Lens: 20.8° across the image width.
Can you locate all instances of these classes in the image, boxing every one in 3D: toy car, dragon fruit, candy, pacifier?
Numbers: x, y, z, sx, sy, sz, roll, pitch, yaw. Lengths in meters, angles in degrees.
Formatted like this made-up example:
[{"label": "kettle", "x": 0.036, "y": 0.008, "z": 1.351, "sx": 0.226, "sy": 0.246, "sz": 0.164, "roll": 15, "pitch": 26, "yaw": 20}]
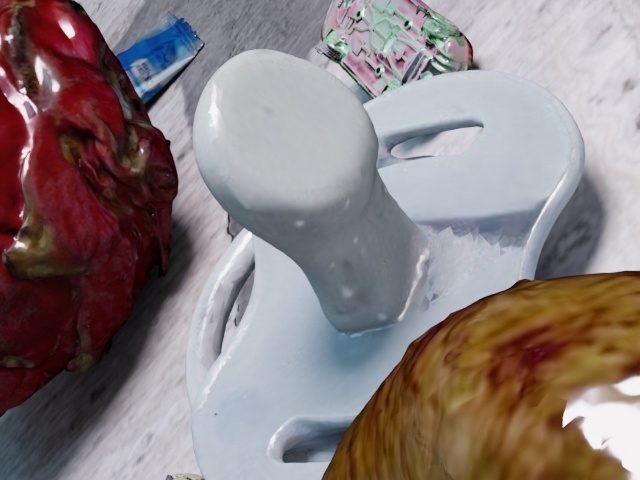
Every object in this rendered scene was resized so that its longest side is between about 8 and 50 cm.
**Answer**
[{"label": "toy car", "x": 0.048, "y": -0.121, "z": 1.079, "sx": 0.069, "sy": 0.055, "sz": 0.142, "roll": -59, "pitch": 36, "yaw": 16}, {"label": "dragon fruit", "x": -0.255, "y": -0.030, "z": 1.225, "sx": 0.329, "sy": 0.329, "sz": 0.329, "roll": -40, "pitch": 32, "yaw": 32}, {"label": "candy", "x": -0.157, "y": -0.135, "z": 1.455, "sx": 0.136, "sy": 0.038, "sz": 0.088, "roll": -44, "pitch": 32, "yaw": 8}, {"label": "pacifier", "x": 0.000, "y": 0.000, "z": 0.848, "sx": 0.227, "sy": 0.207, "sz": 0.279, "roll": -7, "pitch": 49, "yaw": 31}]

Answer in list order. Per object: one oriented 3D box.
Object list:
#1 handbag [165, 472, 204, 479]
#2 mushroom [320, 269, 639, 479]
[{"label": "handbag", "x": -0.053, "y": 0.194, "z": 0.886, "sx": 0.117, "sy": 0.095, "sz": 0.173, "roll": 17, "pitch": 81, "yaw": 42}, {"label": "mushroom", "x": 0.043, "y": 0.188, "z": 0.491, "sx": 0.331, "sy": 0.356, "sz": 0.334, "roll": 88, "pitch": 168, "yaw": -74}]
